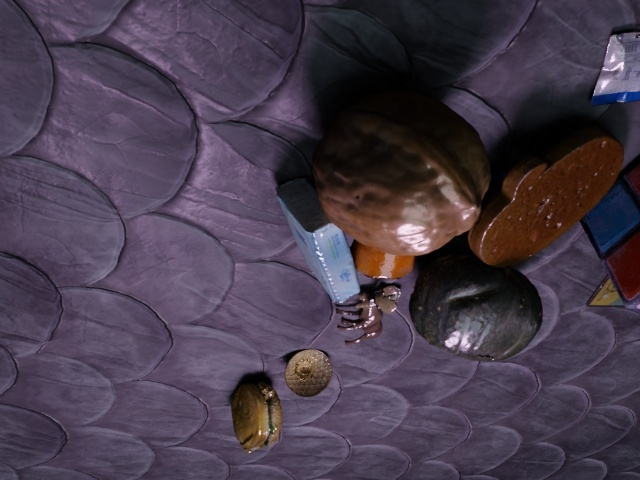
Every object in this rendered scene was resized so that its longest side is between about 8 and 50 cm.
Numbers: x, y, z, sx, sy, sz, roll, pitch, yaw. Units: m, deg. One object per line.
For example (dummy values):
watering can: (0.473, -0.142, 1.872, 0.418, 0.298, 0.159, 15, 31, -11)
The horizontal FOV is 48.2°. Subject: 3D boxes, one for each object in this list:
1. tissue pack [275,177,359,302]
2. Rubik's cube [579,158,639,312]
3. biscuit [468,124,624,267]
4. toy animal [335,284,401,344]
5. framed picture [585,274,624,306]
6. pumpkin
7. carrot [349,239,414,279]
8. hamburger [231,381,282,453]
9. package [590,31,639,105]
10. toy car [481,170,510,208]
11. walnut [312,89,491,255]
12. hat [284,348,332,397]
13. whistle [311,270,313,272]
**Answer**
tissue pack: (0.000, 0.000, 1.607, 0.089, 0.177, 0.263, -31, 138, -7)
Rubik's cube: (0.854, -0.008, 1.654, 0.316, 0.318, 0.313, 19, 131, -27)
biscuit: (0.494, -0.102, 1.602, 0.394, 0.070, 0.350, -39, 144, 10)
toy animal: (0.136, 0.194, 1.927, 0.186, 0.094, 0.214, -11, 146, 8)
framed picture: (0.953, 0.116, 2.042, 0.323, 0.013, 0.244, 3, 138, -13)
pumpkin: (0.377, 0.162, 1.792, 0.327, 0.291, 0.258, 24, 103, -18)
carrot: (0.154, -0.034, 1.631, 0.159, 0.159, 0.225, 0, 128, -11)
hamburger: (-0.182, 0.524, 2.159, 0.122, 0.189, 0.215, 2, 137, -27)
package: (0.646, -0.350, 1.449, 0.171, 0.027, 0.173, -8, 140, -6)
toy car: (0.366, -0.115, 1.625, 0.216, 0.063, 0.103, -2, 139, -21)
walnut: (0.158, -0.124, 1.358, 0.306, 0.344, 0.306, -22, 127, -32)
hat: (-0.043, 0.386, 2.123, 0.146, 0.067, 0.146, -2, 96, -15)
whistle: (0.013, 0.058, 1.786, 0.083, 0.029, 0.033, -35, 149, 16)
